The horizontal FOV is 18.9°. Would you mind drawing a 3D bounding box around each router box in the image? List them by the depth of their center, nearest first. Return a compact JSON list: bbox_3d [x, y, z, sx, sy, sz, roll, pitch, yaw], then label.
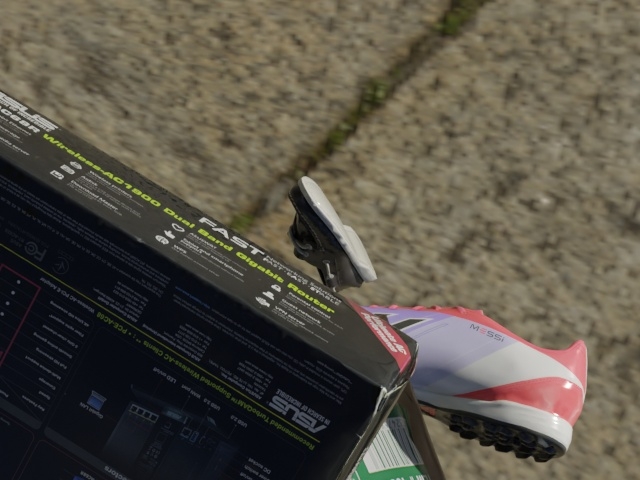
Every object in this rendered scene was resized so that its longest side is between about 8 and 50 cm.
[{"bbox_3d":[-0.052,0.034,0.425,0.122,0.038,0.092,32,108,5],"label":"router box"}]

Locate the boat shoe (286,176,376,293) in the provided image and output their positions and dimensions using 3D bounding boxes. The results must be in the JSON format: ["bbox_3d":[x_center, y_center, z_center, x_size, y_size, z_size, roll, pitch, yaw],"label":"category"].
[{"bbox_3d":[0.000,0.000,1.220,0.038,0.125,0.046,-27,64,6],"label":"boat shoe"}]

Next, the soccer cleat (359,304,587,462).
[{"bbox_3d":[0.095,0.106,1.814,0.318,0.108,0.116,18,70,9],"label":"soccer cleat"}]

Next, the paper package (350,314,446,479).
[{"bbox_3d":[-0.130,0.183,0.754,0.325,0.309,0.168,-9,69,-48],"label":"paper package"}]
